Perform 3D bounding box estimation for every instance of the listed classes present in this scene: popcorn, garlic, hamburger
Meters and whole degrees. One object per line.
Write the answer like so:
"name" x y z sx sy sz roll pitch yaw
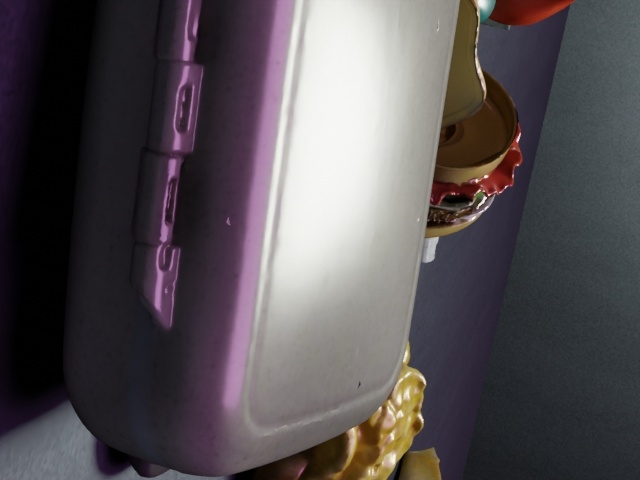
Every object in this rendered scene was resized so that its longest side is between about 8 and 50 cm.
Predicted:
"popcorn" 0.017 0.162 1.269 0.163 0.140 0.194 4 102 -72
"garlic" 0.147 0.486 2.262 0.143 0.112 0.318 137 -34 -69
"hamburger" 0.098 -0.081 1.319 0.137 0.175 0.175 110 3 -51

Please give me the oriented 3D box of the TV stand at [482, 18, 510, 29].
"TV stand" 0.227 -0.386 1.713 0.088 0.082 0.269 89 19 -57

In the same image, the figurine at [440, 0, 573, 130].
"figurine" 0.105 -0.216 1.079 0.208 0.181 0.257 -36 -160 46

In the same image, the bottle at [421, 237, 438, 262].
"bottle" 0.135 -0.062 1.722 0.060 0.060 0.217 -62 163 -48

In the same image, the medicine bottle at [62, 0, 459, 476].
"medicine bottle" -0.021 -0.071 0.768 0.282 0.123 0.375 -6 105 -61

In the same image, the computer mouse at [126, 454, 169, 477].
"computer mouse" -0.073 0.042 0.913 0.120 0.057 0.232 -9 113 -77
